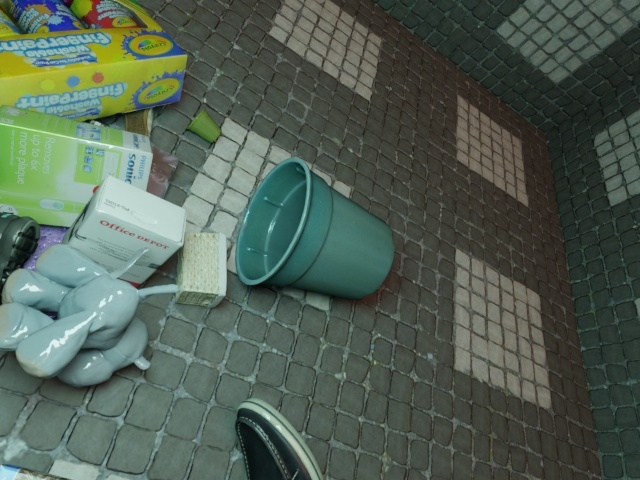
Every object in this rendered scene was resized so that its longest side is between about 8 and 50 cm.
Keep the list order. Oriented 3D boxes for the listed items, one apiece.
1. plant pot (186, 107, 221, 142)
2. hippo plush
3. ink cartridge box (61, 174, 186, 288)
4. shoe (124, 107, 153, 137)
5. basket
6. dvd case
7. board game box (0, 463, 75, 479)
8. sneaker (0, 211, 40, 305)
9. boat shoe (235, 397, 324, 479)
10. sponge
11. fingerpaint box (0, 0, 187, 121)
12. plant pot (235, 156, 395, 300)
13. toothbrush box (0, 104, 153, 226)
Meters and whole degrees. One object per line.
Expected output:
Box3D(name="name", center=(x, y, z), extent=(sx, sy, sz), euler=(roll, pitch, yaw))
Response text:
Box3D(name="plant pot", center=(-0.339, -0.334, 1.235), extent=(0.079, 0.083, 0.083), euler=(41, 49, -24))
Box3D(name="hippo plush", center=(-0.443, 0.150, 0.813), extent=(0.294, 0.237, 0.234), euler=(-33, 63, -25))
Box3D(name="ink cartridge box", center=(-0.416, -0.003, 0.868), extent=(0.172, 0.237, 0.100), euler=(27, 42, -36))
Box3D(name="shoe", center=(-0.502, -0.342, 1.146), extent=(0.076, 0.058, 0.219), euler=(-2, 61, -12))
Box3D(name="basket", center=(-0.294, 0.070, 1.021), extent=(0.103, 0.113, 0.167), euler=(8, 62, -26))
Box3D(name="dvd case", center=(-0.493, -0.182, 1.050), extent=(0.221, 0.018, 0.165), euler=(22, 76, -22))
Box3D(name="board game box", center=(-0.427, 0.523, 0.669), extent=(0.291, 0.141, 0.232), euler=(27, 53, -19))
Box3D(name="sneaker", center=(-0.644, 0.069, 0.792), extent=(0.106, 0.101, 0.267), euler=(19, 72, -6))
Box3D(name="boat shoe", center=(-0.075, 0.577, 0.849), extent=(0.156, 0.186, 0.500), euler=(-14, 79, -43))
Box3D(name="sponge", center=(-0.567, 0.058, 0.899), extent=(0.117, 0.031, 0.210), euler=(-26, 82, -40))
Box3D(name="fingerpaint box", center=(-0.628, -0.479, 1.018), extent=(0.444, 0.163, 0.371), euler=(-30, 73, -40))
Box3D(name="plant pot", center=(0.000, 0.000, 1.130), extent=(0.334, 0.341, 0.341), euler=(22, 55, -31))
Box3D(name="toothbrush box", center=(-0.531, -0.144, 0.899), extent=(0.283, 0.206, 0.122), euler=(7, 28, -32))
